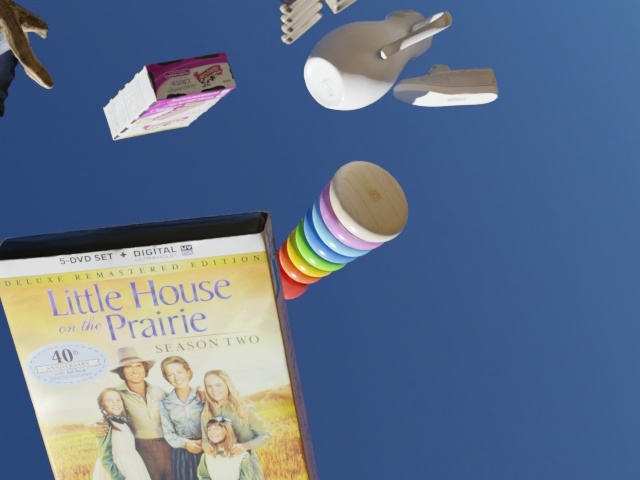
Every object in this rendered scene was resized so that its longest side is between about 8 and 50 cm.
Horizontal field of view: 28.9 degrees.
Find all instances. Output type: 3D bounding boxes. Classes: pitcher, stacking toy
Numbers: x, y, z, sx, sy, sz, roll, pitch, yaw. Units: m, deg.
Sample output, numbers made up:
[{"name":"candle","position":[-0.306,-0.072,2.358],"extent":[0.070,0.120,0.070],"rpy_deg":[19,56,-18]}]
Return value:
[{"name":"pitcher","position":[0.090,-0.288,1.895],"extent":[0.207,0.178,0.125],"rpy_deg":[-34,-80,-33]},{"name":"stacking toy","position":[0.000,0.000,2.074],"extent":[0.141,0.330,0.141],"rpy_deg":[17,-124,-27]}]

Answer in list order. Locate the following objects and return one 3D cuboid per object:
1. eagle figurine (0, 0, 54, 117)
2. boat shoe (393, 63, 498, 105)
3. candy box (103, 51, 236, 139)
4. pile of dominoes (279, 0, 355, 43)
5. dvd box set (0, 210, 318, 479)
[{"name":"eagle figurine","position":[-0.432,-0.234,1.376],"extent":[0.225,0.298,0.226],"rpy_deg":[6,-107,-37]},{"name":"boat shoe","position":[0.216,-0.274,2.153],"extent":[0.066,0.184,0.063],"rpy_deg":[94,173,-73]},{"name":"candy box","position":[-0.272,-0.255,2.216],"extent":[0.159,0.233,0.071],"rpy_deg":[-15,-95,-29]},{"name":"pile of dominoes","position":[0.023,-0.340,1.474],"extent":[0.040,0.196,0.251],"rpy_deg":[54,173,10]},{"name":"dvd box set","position":[-0.174,0.177,1.424],"extent":[0.062,0.308,0.420],"rpy_deg":[-83,-14,-62]}]
